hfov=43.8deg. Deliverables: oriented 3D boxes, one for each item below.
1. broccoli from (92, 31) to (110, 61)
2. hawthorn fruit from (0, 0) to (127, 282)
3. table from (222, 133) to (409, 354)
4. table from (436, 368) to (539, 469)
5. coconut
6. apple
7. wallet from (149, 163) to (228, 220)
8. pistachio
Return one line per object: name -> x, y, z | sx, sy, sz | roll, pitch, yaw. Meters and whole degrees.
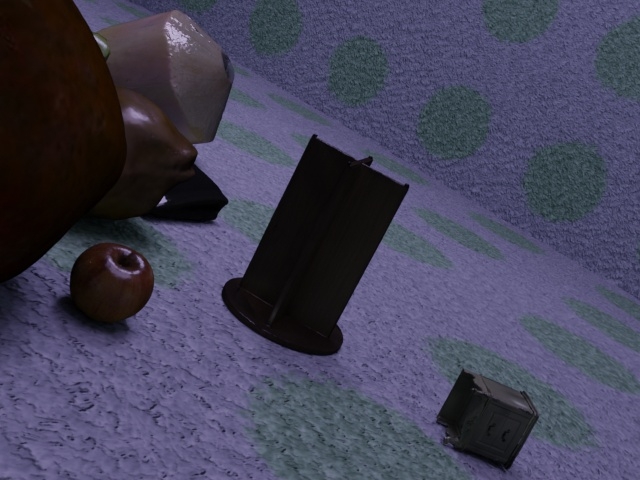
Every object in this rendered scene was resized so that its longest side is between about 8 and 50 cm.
broccoli -> -0.545, -0.374, 1.223 | 0.353, 0.397, 0.274 | -7, 36, 32
hawthorn fruit -> -0.309, -0.097, 0.663 | 0.325, 0.308, 0.308 | 24, 13, -44
table -> 0.000, 0.000, 0.975 | 0.167, 0.226, 0.167 | 25, 15, -7
table -> 0.189, 0.202, 0.910 | 0.083, 0.079, 0.062 | 24, 13, -7
coconut -> -0.271, -0.280, 1.401 | 0.245, 0.239, 0.239 | -5, 11, 10
apple -> -0.206, 0.043, 0.783 | 0.084, 0.071, 0.084 | 25, 23, -11
wallet -> -0.265, -0.120, 1.207 | 0.245, 0.052, 0.169 | 46, 27, 24
pistachio -> -0.290, -0.123, 1.028 | 0.213, 0.162, 0.261 | -3, 21, -36
